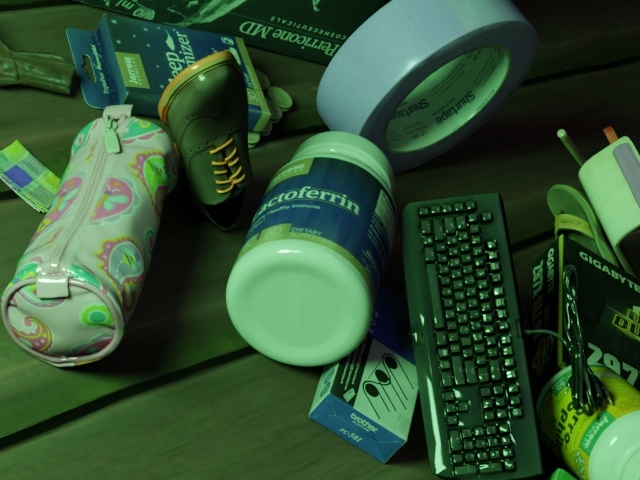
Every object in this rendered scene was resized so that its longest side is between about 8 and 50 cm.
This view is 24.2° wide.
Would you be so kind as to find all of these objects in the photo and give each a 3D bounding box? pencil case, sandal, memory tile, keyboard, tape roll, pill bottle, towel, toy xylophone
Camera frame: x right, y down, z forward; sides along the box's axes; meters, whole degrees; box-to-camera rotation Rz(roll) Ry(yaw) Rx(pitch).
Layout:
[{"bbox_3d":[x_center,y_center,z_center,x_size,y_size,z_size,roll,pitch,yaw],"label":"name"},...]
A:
[{"bbox_3d":[-0.216,-0.010,1.435,0.124,0.124,0.284,29,38,-14],"label":"pencil case"},{"bbox_3d":[0.344,-0.003,2.001,0.049,0.072,0.180,-8,57,-21],"label":"sandal"},{"bbox_3d":[-0.099,-0.174,1.825,0.113,0.012,0.148,38,34,-1],"label":"memory tile"},{"bbox_3d":[0.198,0.097,1.584,0.201,0.033,0.317,-5,69,-4],"label":"keyboard"},{"bbox_3d":[0.132,-0.203,1.839,0.274,0.275,0.090,-8,56,-47],"label":"tape roll"},{"bbox_3d":[0.000,0.000,1.596,0.153,0.153,0.265,32,34,-10],"label":"pill bottle"},{"bbox_3d":[-0.297,-0.065,1.524,0.083,0.009,0.060,41,35,3],"label":"towel"},{"bbox_3d":[0.410,-0.041,1.974,0.236,0.081,0.322,67,12,21],"label":"toy xylophone"},{"bbox_3d":[0.324,0.220,1.604,0.117,0.118,0.208,22,11,-23],"label":"pill bottle"}]

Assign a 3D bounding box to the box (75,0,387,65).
[{"bbox_3d":[-0.081,-0.515,1.824,0.479,0.472,0.297,9,45,-36],"label":"box"}]

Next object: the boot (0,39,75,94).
[{"bbox_3d":[-0.329,-0.207,1.631,0.114,0.037,0.106,-2,64,-39],"label":"boot"}]

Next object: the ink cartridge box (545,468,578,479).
[{"bbox_3d":[0.252,0.352,1.483,0.153,0.087,0.208,39,33,0],"label":"ink cartridge box"}]

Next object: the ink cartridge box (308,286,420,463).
[{"bbox_3d":[0.057,0.133,1.591,0.097,0.046,0.207,33,35,-10],"label":"ink cartridge box"}]

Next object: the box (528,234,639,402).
[{"bbox_3d":[0.407,0.164,1.850,0.322,0.079,0.257,30,37,-13],"label":"box"}]

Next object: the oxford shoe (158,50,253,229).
[{"bbox_3d":[-0.103,-0.101,1.538,0.097,0.271,0.098,-28,71,-13],"label":"oxford shoe"}]

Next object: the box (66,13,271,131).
[{"bbox_3d":[-0.177,-0.198,1.745,0.225,0.036,0.136,4,47,-30],"label":"box"}]
